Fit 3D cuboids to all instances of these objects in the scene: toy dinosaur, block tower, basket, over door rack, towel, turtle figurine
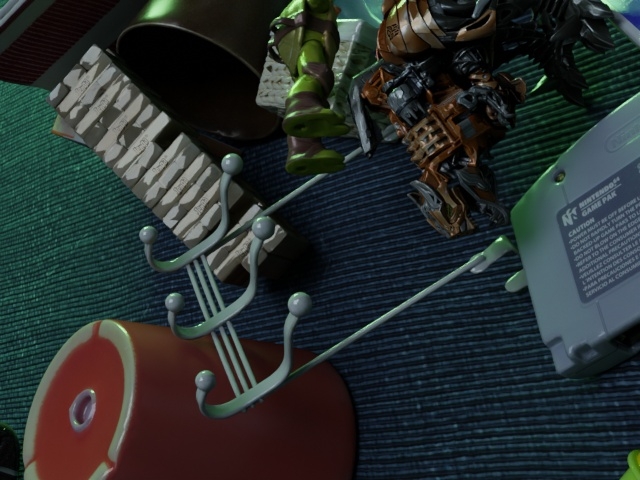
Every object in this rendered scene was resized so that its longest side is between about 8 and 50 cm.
[{"bbox_3d":[0.123,-0.170,1.054,0.164,0.218,0.322,-110,8,-83],"label":"toy dinosaur"},{"bbox_3d":[-0.167,-0.083,1.380,0.335,0.097,0.091,44,96,17],"label":"block tower"},{"bbox_3d":[0.019,-0.175,1.343,0.167,0.113,0.103,13,83,53],"label":"basket"},{"bbox_3d":[0.000,0.000,1.148,0.324,0.108,0.239,-24,43,-3],"label":"over door rack"},{"bbox_3d":[-0.278,-0.266,1.584,0.237,0.329,0.037,-36,66,29],"label":"towel"},{"bbox_3d":[-0.004,-0.186,1.141,0.269,0.087,0.217,119,156,-59],"label":"turtle figurine"}]

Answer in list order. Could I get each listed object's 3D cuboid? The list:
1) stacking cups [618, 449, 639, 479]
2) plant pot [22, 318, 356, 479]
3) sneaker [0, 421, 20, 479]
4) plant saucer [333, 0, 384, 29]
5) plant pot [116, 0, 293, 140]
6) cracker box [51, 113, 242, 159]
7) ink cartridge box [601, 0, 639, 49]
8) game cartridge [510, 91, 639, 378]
[{"bbox_3d":[0.205,0.250,0.901,0.316,0.096,0.096,-55,38,20],"label":"stacking cups"},{"bbox_3d":[-0.142,0.203,1.221,0.275,0.243,0.275,-29,49,39],"label":"plant pot"},{"bbox_3d":[-0.521,0.374,1.717,0.162,0.106,0.281,11,80,56],"label":"sneaker"},{"bbox_3d":[0.126,-0.364,1.375,0.317,0.043,0.318,-27,51,39],"label":"plant saucer"},{"bbox_3d":[-0.101,-0.278,1.501,0.215,0.215,0.230,-7,50,49],"label":"plant pot"},{"bbox_3d":[-0.228,-0.127,1.585,0.232,0.155,0.067,18,88,54],"label":"cracker box"},{"bbox_3d":[0.310,-0.227,1.004,0.165,0.065,0.333,-45,28,16],"label":"ink cartridge box"},{"bbox_3d":[0.288,-0.036,0.983,0.294,0.060,0.196,-37,49,33],"label":"game cartridge"}]
